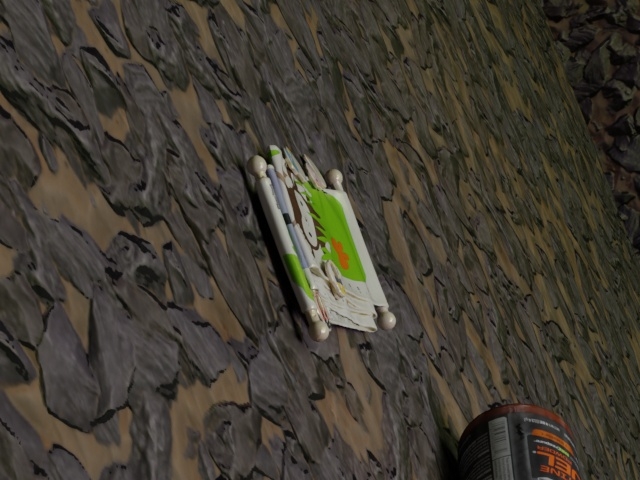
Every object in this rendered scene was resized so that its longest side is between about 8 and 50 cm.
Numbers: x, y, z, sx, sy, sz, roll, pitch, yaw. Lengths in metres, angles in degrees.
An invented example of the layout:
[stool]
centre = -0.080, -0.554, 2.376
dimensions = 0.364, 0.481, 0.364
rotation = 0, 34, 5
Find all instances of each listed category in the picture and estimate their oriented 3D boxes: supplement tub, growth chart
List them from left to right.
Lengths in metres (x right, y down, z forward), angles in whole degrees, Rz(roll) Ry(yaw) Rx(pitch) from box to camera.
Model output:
[growth chart]
centre = 0.000, 0.000, 1.405
dimensions = 0.172, 0.021, 0.237
rotation = 68, 15, 9
[supplement tub]
centre = 0.170, 0.233, 1.472
dimensions = 0.106, 0.106, 0.198
rotation = 57, 18, -30
